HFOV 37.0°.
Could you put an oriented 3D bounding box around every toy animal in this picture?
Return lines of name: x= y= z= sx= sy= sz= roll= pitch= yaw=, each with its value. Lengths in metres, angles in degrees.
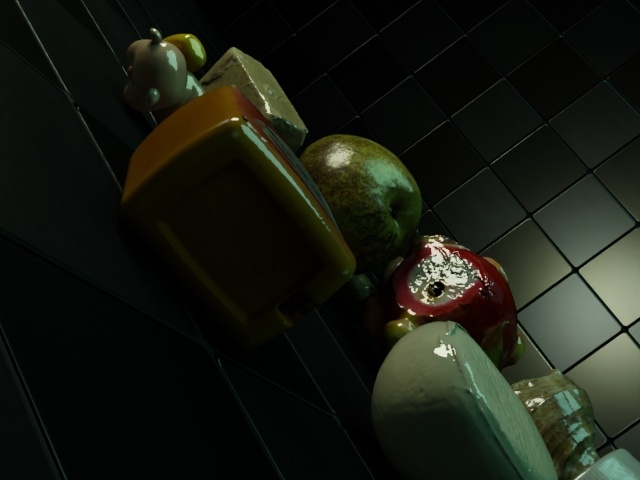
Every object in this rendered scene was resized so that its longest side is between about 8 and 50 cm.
toy animal: x=-0.163 y=-0.149 z=0.948 sx=0.082 sy=0.091 sz=0.114 roll=-22 pitch=106 yaw=-68

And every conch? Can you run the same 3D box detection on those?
conch: x=0.378 y=0.393 z=1.547 sx=0.297 sy=0.210 sz=0.352 roll=38 pitch=38 yaw=-43

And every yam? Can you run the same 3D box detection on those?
yam: x=0.000 y=0.000 z=1.453 sx=0.299 sy=0.066 sz=0.066 roll=56 pitch=6 yaw=33

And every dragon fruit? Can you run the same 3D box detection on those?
dragon fruit: x=0.170 y=0.116 z=1.330 sx=0.224 sy=0.224 sz=0.227 roll=-121 pitch=-167 yaw=-49

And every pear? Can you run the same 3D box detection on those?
pear: x=0.041 y=-0.042 z=1.307 sx=0.197 sy=0.197 sz=0.197 roll=53 pitch=5 yaw=-6

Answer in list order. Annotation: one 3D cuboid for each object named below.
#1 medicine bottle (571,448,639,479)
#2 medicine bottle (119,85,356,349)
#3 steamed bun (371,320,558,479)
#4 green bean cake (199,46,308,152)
medicine bottle: x=0.383 y=0.414 z=1.076 sx=0.306 sy=0.245 sz=0.245 roll=48 pitch=1 yaw=29
medicine bottle: x=-0.066 y=-0.032 z=0.733 sx=0.149 sy=0.112 sz=0.222 roll=52 pitch=5 yaw=-20
steamed bun: x=0.130 y=0.191 z=0.916 sx=0.228 sy=0.131 sz=0.177 roll=53 pitch=15 yaw=-26
green bean cake: x=-0.102 y=-0.172 z=1.325 sx=0.085 sy=0.109 sz=0.179 roll=23 pitch=26 yaw=-44
